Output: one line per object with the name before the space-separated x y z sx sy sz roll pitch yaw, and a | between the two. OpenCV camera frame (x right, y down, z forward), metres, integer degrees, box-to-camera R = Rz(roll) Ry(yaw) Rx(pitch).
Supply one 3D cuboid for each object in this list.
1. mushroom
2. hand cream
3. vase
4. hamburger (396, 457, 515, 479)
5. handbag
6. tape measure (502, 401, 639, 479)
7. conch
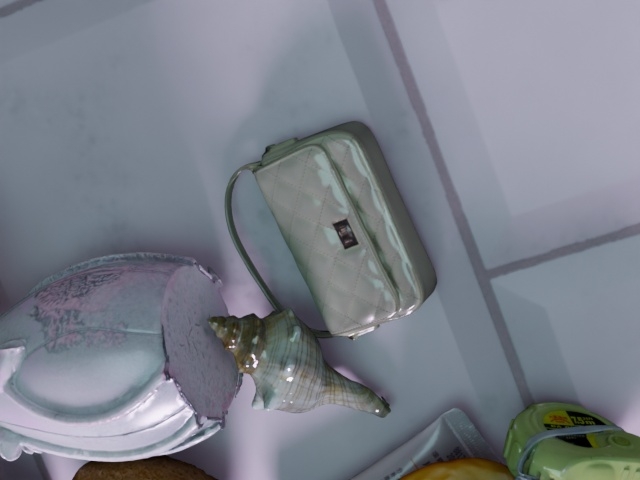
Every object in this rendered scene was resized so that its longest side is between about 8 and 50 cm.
mushroom | -0.215 0.366 1.588 0.253 0.153 0.253 10 134 11
hand cream | 0.075 0.326 1.545 0.314 0.089 0.140 -29 107 15
vase | -0.332 0.157 1.538 0.445 0.250 0.250 -11 102 22
hamburger | 0.168 0.383 1.453 0.246 0.170 0.246 -6 126 -9
handbag | 0.000 0.000 1.483 0.219 0.079 0.256 -23 97 25
tape measure | 0.288 0.248 1.432 0.177 0.154 0.088 5 112 -18
conch | -0.045 0.163 1.504 0.137 0.114 0.234 8 143 50
